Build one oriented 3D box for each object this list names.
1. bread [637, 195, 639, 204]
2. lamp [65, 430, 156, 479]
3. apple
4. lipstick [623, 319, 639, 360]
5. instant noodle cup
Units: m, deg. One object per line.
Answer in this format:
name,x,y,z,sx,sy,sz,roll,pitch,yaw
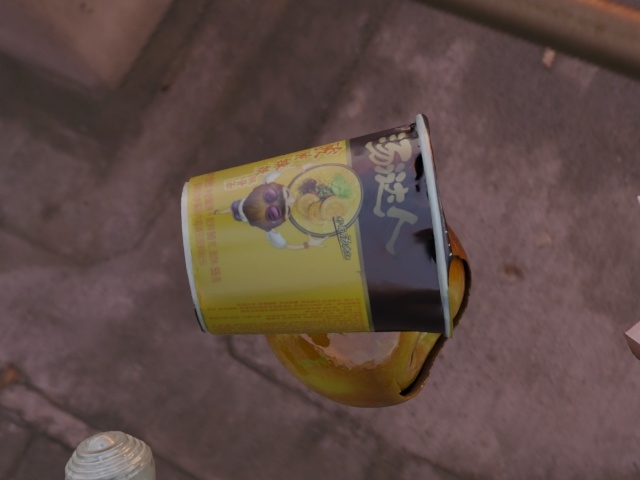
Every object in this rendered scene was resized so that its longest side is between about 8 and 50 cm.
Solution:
bread,0.528,-0.017,1.760,0.136,0.241,0.107,-41,28,41
lamp,-0.232,0.313,1.661,0.106,0.106,0.193,-13,109,12
apple,0.053,0.065,1.519,0.207,0.237,0.237,40,85,15
lipstick,0.424,0.085,1.628,0.145,0.045,0.045,-36,32,-7
instant noodle cup,0.000,0.000,1.301,0.236,0.215,0.215,-7,67,4
